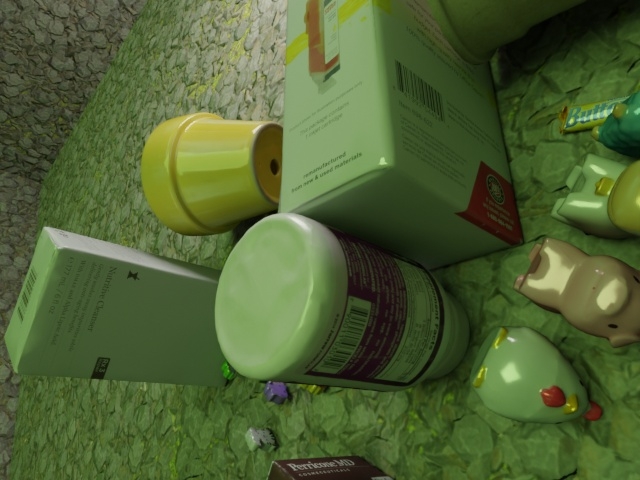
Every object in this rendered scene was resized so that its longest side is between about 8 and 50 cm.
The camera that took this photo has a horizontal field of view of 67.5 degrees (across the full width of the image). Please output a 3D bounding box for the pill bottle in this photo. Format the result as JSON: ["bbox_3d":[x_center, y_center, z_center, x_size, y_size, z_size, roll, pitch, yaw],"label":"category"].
[{"bbox_3d":[0.045,0.087,0.561,0.169,0.301,0.169,-20,61,40],"label":"pill bottle"}]

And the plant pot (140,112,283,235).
[{"bbox_3d":[-0.181,-0.137,0.963,0.238,0.254,0.254,-1,73,30],"label":"plant pot"}]

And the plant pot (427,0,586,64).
[{"bbox_3d":[0.288,-0.401,0.509,0.305,0.333,0.334,-5,70,37],"label":"plant pot"}]

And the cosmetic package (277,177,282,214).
[{"bbox_3d":[0.000,0.000,0.782,0.107,0.127,0.238,-17,61,43],"label":"cosmetic package"}]

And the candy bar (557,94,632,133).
[{"bbox_3d":[0.352,-0.150,0.543,0.161,0.018,0.040,0,74,46],"label":"candy bar"}]

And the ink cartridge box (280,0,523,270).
[{"bbox_3d":[0.103,-0.184,0.631,0.160,0.279,0.385,-22,58,42],"label":"ink cartridge box"}]

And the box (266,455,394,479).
[{"bbox_3d":[0.038,0.378,0.552,0.203,0.168,0.167,14,86,48],"label":"box"}]

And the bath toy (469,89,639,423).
[{"bbox_3d":[0.278,0.035,0.475,0.129,0.151,0.348,27,97,14],"label":"bath toy"}]

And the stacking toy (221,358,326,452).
[{"bbox_3d":[-0.092,0.233,0.847,0.167,0.052,0.221,-54,41,15],"label":"stacking toy"}]

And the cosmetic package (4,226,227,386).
[{"bbox_3d":[-0.332,0.135,0.890,0.156,0.384,0.217,21,92,50],"label":"cosmetic package"}]
